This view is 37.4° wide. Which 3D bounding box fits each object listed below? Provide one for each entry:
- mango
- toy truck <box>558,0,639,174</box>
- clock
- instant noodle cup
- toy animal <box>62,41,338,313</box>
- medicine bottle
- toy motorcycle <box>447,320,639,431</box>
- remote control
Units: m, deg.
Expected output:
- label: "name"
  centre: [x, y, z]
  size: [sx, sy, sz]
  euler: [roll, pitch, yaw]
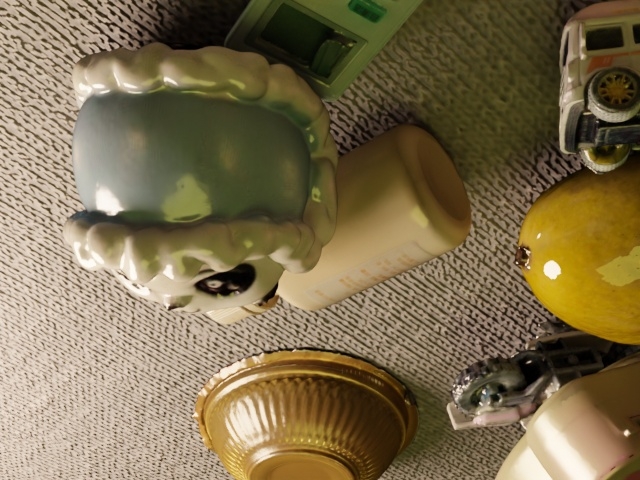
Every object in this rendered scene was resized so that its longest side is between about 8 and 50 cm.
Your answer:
- label: "mango"
  centre: [0.326, 0.013, 0.805]
  size: [0.332, 0.142, 0.195]
  euler: [7, 142, -11]
- label: "toy truck"
  centre: [0.285, -0.125, 0.685]
  size: [0.227, 0.114, 0.098]
  euler: [-5, 157, 9]
- label: "clock"
  centre: [0.295, 0.234, 0.928]
  size: [0.284, 0.114, 0.309]
  euler: [-10, 137, -28]
- label: "instant noodle cup"
  centre: [-0.017, 0.241, 1.097]
  size: [0.274, 0.091, 0.274]
  euler: [2, 135, 2]
- label: "toy animal"
  centre: [-0.104, -0.046, 0.717]
  size: [0.208, 0.204, 0.156]
  euler: [4, 179, 18]
- label: "medicine bottle"
  centre: [0.000, 0.000, 0.827]
  size: [0.252, 0.114, 0.114]
  euler: [-27, 129, 27]
- label: "toy motorcycle"
  centre: [0.245, 0.181, 1.006]
  size: [0.239, 0.108, 0.204]
  euler: [5, 136, -2]
- label: "remote control"
  centre: [0.042, -0.213, 0.651]
  size: [0.103, 0.051, 0.293]
  euler: [24, 136, -20]
